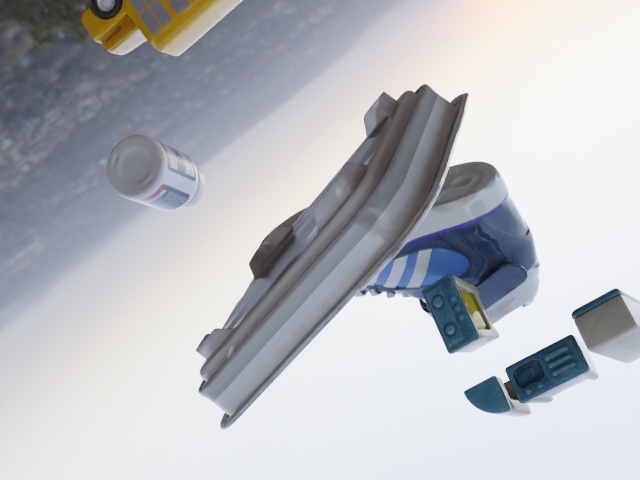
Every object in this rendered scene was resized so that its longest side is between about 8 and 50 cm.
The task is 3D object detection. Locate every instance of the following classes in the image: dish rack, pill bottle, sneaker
[{"bbox_3d":[0.000,0.000,0.917,0.333,0.072,0.285,-50,-172,33],"label":"dish rack"},{"bbox_3d":[-0.270,-0.107,1.641,0.108,0.108,0.180,-36,162,11],"label":"pill bottle"},{"bbox_3d":[0.109,0.052,1.207,0.323,0.236,0.130,-18,-149,14],"label":"sneaker"}]

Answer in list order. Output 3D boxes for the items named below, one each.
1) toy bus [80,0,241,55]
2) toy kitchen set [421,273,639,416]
[{"bbox_3d":[-0.193,-0.390,1.453,0.333,0.130,0.108,-38,174,13],"label":"toy bus"},{"bbox_3d":[0.219,0.074,1.015,0.207,0.166,0.122,-33,152,23],"label":"toy kitchen set"}]
